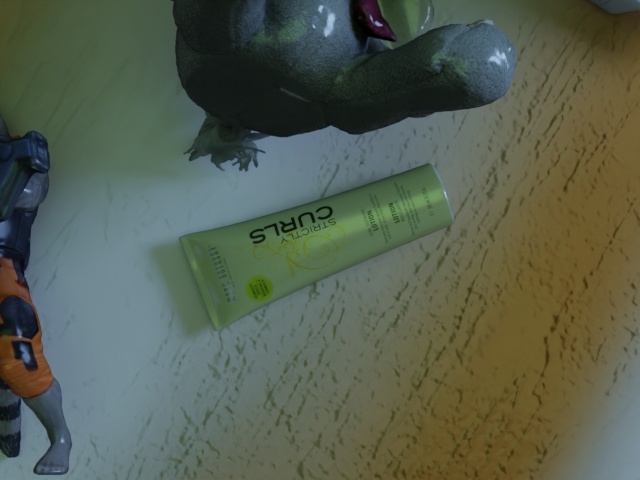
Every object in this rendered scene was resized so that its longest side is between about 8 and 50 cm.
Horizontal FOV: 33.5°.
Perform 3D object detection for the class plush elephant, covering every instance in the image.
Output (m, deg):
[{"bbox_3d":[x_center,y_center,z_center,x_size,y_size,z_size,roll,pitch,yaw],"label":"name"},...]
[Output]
[{"bbox_3d":[-0.005,-0.221,0.879,0.272,0.330,0.255,23,65,-18],"label":"plush elephant"}]

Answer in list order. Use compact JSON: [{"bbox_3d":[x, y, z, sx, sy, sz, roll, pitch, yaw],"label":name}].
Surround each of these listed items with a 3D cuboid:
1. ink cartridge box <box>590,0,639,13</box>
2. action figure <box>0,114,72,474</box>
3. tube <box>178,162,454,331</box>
[{"bbox_3d":[0.290,-0.392,0.988,0.330,0.071,0.324,30,86,-8],"label":"ink cartridge box"},{"bbox_3d":[-0.338,0.025,0.911,0.342,0.178,0.330,-2,83,24],"label":"action figure"},{"bbox_3d":[0.000,0.000,0.963,0.240,0.062,0.070,-20,51,0],"label":"tube"}]
